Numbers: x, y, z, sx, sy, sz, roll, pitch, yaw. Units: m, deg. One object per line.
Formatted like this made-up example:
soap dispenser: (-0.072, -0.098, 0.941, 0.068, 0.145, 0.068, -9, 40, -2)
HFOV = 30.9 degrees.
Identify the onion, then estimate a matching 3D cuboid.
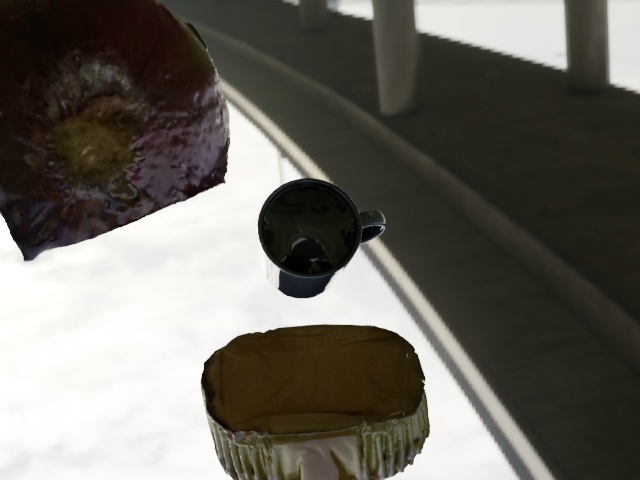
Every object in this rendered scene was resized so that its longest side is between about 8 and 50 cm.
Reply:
onion: (-0.180, -0.111, 0.907, 0.206, 0.207, 0.216, -23, -163, -14)

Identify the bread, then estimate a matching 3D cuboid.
bread: (-0.002, 0.148, 1.001, 0.190, 0.114, 0.132, -7, -141, 0)

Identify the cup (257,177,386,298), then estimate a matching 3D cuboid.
cup: (0.000, 0.000, 0.887, 0.100, 0.078, 0.077, -11, 163, -9)
